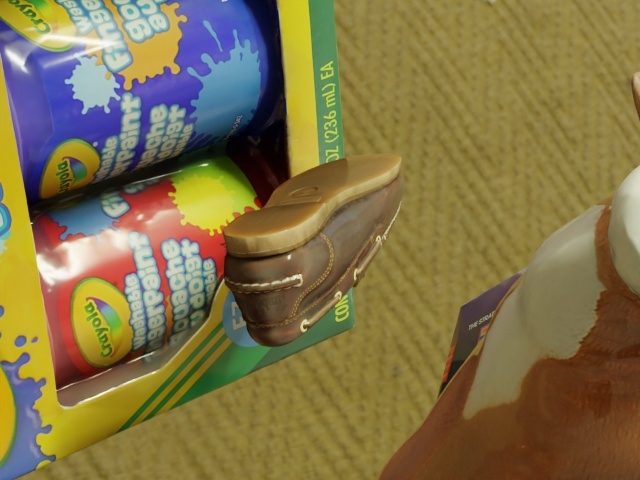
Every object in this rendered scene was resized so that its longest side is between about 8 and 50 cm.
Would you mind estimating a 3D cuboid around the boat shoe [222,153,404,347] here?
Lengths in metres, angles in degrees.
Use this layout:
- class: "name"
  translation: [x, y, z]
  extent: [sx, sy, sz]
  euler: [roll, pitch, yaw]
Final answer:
- class: "boat shoe"
  translation: [0.000, 0.000, 0.750]
  extent: [0.207, 0.073, 0.073]
  euler: [-37, 119, -58]

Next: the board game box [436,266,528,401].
- class: "board game box"
  translation: [0.144, 0.074, 0.767]
  extent: [0.048, 0.170, 0.141]
  euler: [34, 48, -18]

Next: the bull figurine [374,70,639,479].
- class: "bull figurine"
  translation: [0.116, 0.068, 0.446]
  extent: [0.188, 0.310, 0.101]
  euler: [9, 49, -26]

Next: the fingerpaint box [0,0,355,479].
- class: "fingerpaint box"
  translation: [-0.173, -0.098, 0.784]
  extent: [0.371, 0.163, 0.445]
  euler: [-20, 118, -34]
